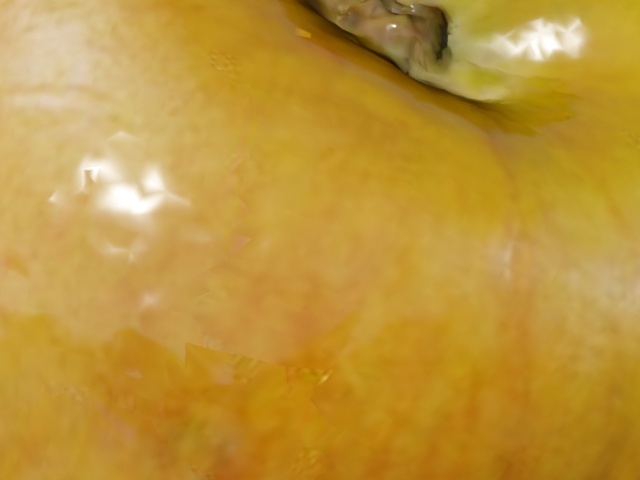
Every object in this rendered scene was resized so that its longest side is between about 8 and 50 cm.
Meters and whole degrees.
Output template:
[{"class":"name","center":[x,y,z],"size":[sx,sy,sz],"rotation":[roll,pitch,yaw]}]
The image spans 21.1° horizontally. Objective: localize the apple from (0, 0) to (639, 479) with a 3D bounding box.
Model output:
[{"class":"apple","center":[0.000,0.000,0.452],"size":[0.286,0.233,0.286],"rotation":[10,59,-17]}]
